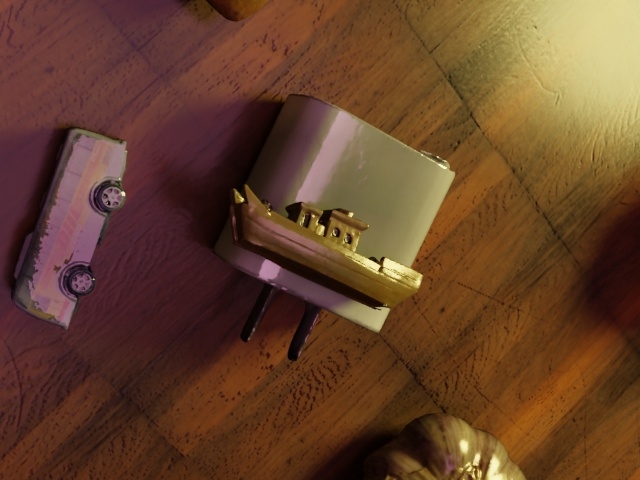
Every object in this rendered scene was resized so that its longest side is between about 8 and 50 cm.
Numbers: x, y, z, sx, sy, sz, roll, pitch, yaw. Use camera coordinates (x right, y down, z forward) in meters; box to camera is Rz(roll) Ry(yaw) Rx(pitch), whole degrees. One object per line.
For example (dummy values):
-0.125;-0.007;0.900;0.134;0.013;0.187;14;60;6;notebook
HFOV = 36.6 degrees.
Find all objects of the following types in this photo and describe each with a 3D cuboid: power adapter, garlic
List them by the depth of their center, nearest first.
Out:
0.000;0.000;1.006;0.187;0.124;0.255;26;90;-24;power adapter
0.134;0.324;1.112;0.245;0.160;0.245;3;79;-15;garlic

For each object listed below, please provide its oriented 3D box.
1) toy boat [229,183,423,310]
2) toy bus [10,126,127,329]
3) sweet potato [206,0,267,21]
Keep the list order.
0.006;0.002;0.908;0.206;0.064;0.072;27;75;-24;toy boat
-0.240;-0.014;0.932;0.075;0.064;0.190;20;92;-19;toy bus
-0.136;-0.321;0.908;0.097;0.097;0.251;-44;109;-10;sweet potato
